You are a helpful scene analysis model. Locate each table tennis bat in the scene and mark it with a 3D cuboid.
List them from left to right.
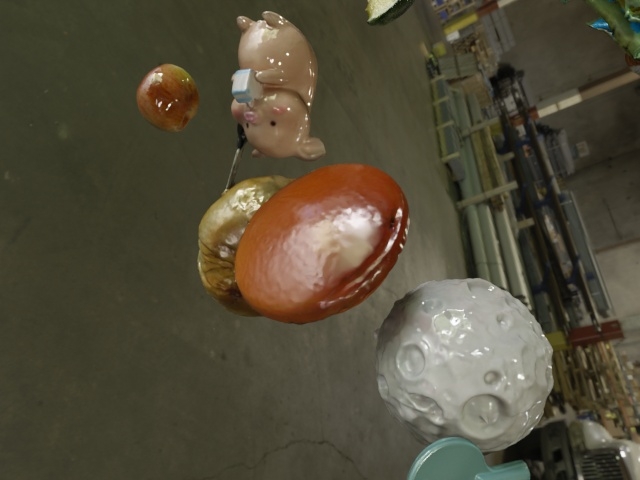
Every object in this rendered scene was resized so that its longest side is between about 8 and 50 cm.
[{"bbox_3d":[0.245,0.397,0.811,0.244,0.040,0.153,2,93,-22],"label":"table tennis bat"}]

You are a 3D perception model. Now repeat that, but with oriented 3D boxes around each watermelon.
[{"bbox_3d":[0.154,-0.555,0.929,0.123,0.128,0.302,70,23,-84],"label":"watermelon"}]

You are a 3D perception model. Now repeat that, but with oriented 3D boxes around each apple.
[{"bbox_3d":[-0.292,-0.275,0.954,0.102,0.126,0.126,35,31,0],"label":"apple"}]

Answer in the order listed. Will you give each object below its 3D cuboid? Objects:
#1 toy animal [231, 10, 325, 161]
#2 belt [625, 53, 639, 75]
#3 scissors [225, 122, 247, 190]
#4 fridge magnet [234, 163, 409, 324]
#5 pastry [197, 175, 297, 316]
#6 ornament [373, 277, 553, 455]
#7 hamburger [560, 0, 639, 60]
[{"bbox_3d":[-0.094,-0.311,1.045,0.212,0.194,0.257,13,90,-58],"label":"toy animal"},{"bbox_3d":[0.783,-0.410,1.037,0.184,0.261,0.105,80,26,-69],"label":"belt"},{"bbox_3d":[-0.201,-0.223,1.231,0.022,0.300,0.109,27,31,6],"label":"scissors"},{"bbox_3d":[0.000,0.000,0.944,0.155,0.363,0.364,52,31,-42],"label":"fridge magnet"},{"bbox_3d":[-0.134,0.016,1.306,0.410,0.409,0.245,53,10,-32],"label":"pastry"},{"bbox_3d":[0.269,0.243,0.943,0.337,0.336,0.338,42,38,-44],"label":"ornament"},{"bbox_3d":[0.391,-0.333,0.527,0.275,0.261,0.150,24,31,8],"label":"hamburger"}]
